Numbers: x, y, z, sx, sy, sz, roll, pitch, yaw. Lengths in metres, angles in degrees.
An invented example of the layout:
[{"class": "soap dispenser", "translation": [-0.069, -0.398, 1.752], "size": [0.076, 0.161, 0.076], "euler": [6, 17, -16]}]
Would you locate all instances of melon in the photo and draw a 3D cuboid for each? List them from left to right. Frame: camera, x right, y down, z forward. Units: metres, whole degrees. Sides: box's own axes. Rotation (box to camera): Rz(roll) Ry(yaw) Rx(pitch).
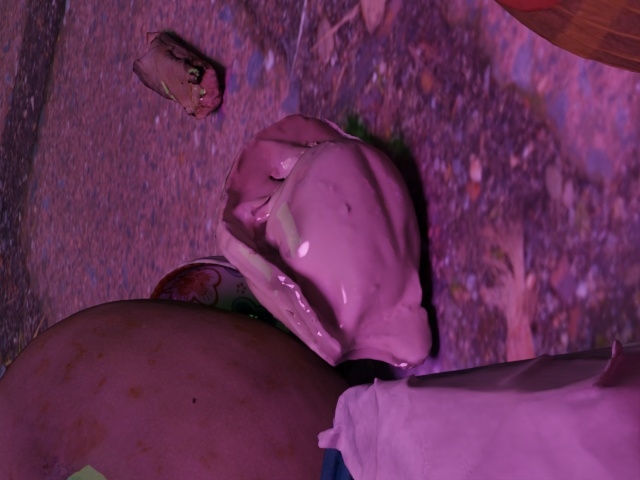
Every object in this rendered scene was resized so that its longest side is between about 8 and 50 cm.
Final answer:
[{"class": "melon", "translation": [-0.086, 0.165, 1.029], "size": [0.308, 0.272, 0.271], "euler": [48, 135, 24]}]

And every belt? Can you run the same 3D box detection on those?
[{"class": "belt", "translation": [0.108, 0.263, 0.671], "size": [0.300, 0.173, 0.436], "euler": [177, 83, -75]}]

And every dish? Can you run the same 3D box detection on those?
[{"class": "dish", "translation": [-0.052, 0.064, 1.191], "size": [0.141, 0.078, 0.141], "euler": [13, 119, 24]}]

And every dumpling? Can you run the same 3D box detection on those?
[{"class": "dumpling", "translation": [0.000, 0.000, 1.018], "size": [0.118, 0.136, 0.199], "euler": [-54, 52, 39]}]

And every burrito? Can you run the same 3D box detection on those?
[{"class": "burrito", "translation": [-0.128, -0.148, 1.394], "size": [0.171, 0.042, 0.051], "euler": [33, 121, 57]}]

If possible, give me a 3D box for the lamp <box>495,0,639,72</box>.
[{"class": "lamp", "translation": [0.156, -0.194, 0.617], "size": [0.284, 0.250, 0.250], "euler": [-54, -18, -62]}]
